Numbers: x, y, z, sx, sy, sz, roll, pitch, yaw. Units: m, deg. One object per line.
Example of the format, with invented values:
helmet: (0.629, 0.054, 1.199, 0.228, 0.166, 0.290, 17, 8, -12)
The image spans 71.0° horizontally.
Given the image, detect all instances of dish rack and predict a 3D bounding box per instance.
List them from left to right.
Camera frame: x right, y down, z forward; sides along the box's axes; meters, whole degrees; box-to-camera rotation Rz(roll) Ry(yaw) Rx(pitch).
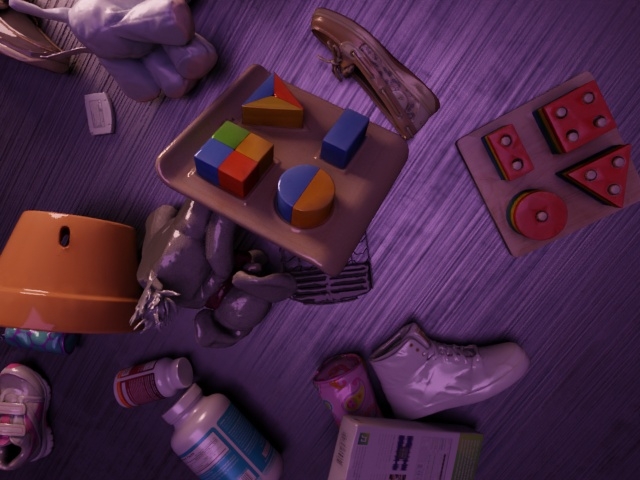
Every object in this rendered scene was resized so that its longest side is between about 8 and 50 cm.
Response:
dish rack: (0.000, 0.000, 0.892, 0.208, 0.074, 0.272, -6, 99, 9)

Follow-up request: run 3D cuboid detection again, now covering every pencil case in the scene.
pencil case: (-0.628, 0.214, 1.011, 0.151, 0.064, 0.070, 8, 125, 5)
pencil case: (0.082, 0.378, 0.920, 0.124, 0.124, 0.284, -21, 97, 10)

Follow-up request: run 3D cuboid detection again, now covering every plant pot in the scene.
plant pot: (-0.483, 0.060, 0.874, 0.290, 0.291, 0.204, 5, 84, 6)

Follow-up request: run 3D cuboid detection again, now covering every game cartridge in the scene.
game cartridge: (-0.459, -0.263, 0.936, 0.055, 0.017, 0.083, -3, 99, 11)

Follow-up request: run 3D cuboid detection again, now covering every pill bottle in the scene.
pill bottle: (-0.362, 0.306, 0.981, 0.151, 0.086, 0.086, -17, 97, 10)
pill bottle: (-0.212, 0.431, 0.952, 0.146, 0.146, 0.264, -41, 92, 12)

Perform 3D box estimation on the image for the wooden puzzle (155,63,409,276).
wooden puzzle: (-0.046, -0.151, 0.766, 0.347, 0.080, 0.322, 30, 60, 5)

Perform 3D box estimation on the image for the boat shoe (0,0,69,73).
boat shoe: (-0.642, -0.458, 0.870, 0.355, 0.132, 0.130, 33, 102, 0)

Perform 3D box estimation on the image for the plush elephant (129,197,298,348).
plush elephant: (-0.184, 0.059, 0.837, 0.255, 0.330, 0.271, 33, 128, -32)

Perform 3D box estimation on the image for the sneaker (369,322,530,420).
sneaker: (0.243, 0.229, 0.881, 0.292, 0.108, 0.169, -26, 98, 12)

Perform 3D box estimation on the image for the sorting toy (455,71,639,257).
sorting toy: (0.422, -0.129, 0.808, 0.257, 0.089, 0.256, -28, 95, 10)

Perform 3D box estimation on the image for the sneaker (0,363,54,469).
sneaker: (-0.692, 0.410, 1.027, 0.102, 0.111, 0.253, -4, 98, 8)

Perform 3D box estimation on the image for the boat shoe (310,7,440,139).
boat shoe: (0.085, -0.304, 0.815, 0.285, 0.104, 0.089, 39, 99, -1)

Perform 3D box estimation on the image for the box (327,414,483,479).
box: (0.159, 0.464, 0.852, 0.321, 0.058, 0.233, 17, 85, -26)

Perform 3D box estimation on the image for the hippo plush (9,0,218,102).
hippo plush: (-0.337, -0.417, 0.829, 0.294, 0.234, 0.237, 0, 69, -7)
